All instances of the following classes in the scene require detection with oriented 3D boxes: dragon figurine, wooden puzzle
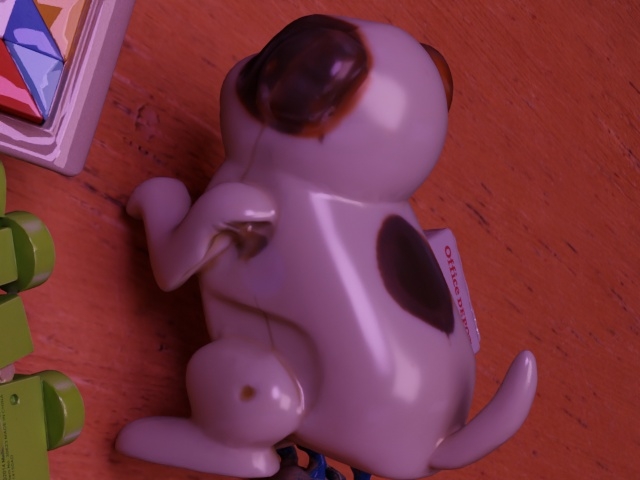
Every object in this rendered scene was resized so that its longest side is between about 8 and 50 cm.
[{"bbox_3d":[-0.004,0.292,1.452,0.289,0.085,0.144,32,61,-42],"label":"dragon figurine"},{"bbox_3d":[-0.268,-0.189,1.115,0.239,0.044,0.221,20,74,-21],"label":"wooden puzzle"}]

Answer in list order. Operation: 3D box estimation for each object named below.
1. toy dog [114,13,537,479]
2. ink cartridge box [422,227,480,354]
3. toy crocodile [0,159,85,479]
[{"bbox_3d":[0.000,0.000,1.270,0.284,0.395,0.408,-1,94,-45],"label":"toy dog"},{"bbox_3d":[0.080,0.093,1.596,0.219,0.093,0.160,-28,107,-53],"label":"ink cartridge box"},{"bbox_3d":[-0.274,0.084,1.122,0.115,0.105,0.340,-20,104,-52],"label":"toy crocodile"}]
